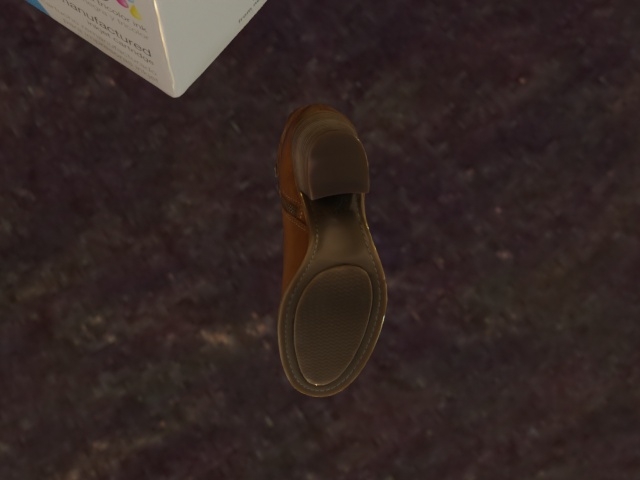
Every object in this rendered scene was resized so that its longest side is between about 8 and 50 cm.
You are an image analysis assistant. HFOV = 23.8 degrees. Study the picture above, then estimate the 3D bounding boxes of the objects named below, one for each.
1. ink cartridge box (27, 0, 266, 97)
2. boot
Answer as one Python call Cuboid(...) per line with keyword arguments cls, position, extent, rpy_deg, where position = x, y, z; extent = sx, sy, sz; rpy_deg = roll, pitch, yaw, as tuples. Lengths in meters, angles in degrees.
Cuboid(cls="ink cartridge box", position=(-0.107, -0.256, 0.808), extent=(0.197, 0.198, 0.270), rpy_deg=(-52, 164, -18))
Cuboid(cls="boot", position=(0.000, 0.000, 1.086), extent=(0.073, 0.152, 0.197), rpy_deg=(4, 101, -10))
